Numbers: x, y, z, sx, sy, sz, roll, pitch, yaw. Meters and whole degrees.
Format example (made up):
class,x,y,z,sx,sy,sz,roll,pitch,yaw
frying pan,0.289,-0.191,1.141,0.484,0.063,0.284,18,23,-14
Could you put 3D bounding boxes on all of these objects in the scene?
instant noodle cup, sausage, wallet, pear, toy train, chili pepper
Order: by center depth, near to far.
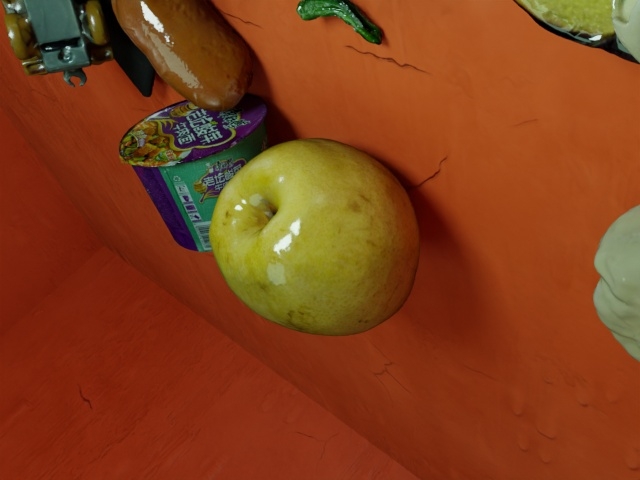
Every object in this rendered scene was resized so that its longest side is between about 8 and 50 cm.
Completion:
class,x,y,z,sx,sy,sz,roll,pitch,yaw
chili pepper,0.024,-0.275,0.810,0.118,0.035,0.055,25,166,18
pear,0.000,0.000,0.998,0.314,0.314,0.314,37,158,18
sausage,-0.210,-0.309,1.028,0.258,0.133,0.133,49,158,-12
instant noodle cup,-0.185,-0.110,1.137,0.251,0.251,0.190,23,139,42
toy train,-0.462,-0.437,1.137,0.369,0.163,0.231,88,160,-44
wallet,-0.348,-0.393,1.230,0.170,0.044,0.321,48,159,-2

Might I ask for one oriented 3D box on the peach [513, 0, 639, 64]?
class,x,y,z,sx,sy,sz,roll,pitch,yaw
peach,0.193,-0.250,0.477,0.189,0.068,0.279,-5,134,50

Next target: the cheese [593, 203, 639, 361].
class,x,y,z,sx,sy,sz,roll,pitch,yaw
cheese,0.427,0.077,0.639,0.318,0.115,0.326,45,157,-3

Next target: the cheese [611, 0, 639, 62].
class,x,y,z,sx,sy,sz,roll,pitch,yaw
cheese,0.306,-0.146,0.420,0.228,0.064,0.137,11,148,-1
